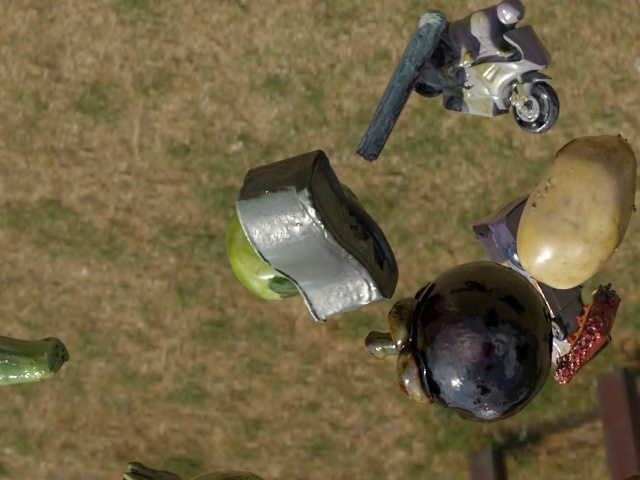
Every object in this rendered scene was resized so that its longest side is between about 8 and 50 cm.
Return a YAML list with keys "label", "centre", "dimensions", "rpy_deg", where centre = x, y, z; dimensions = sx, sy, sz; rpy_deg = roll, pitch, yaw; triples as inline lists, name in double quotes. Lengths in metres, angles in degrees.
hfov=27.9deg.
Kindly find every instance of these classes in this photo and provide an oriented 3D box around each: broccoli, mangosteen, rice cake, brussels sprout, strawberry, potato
- label: "broccoli"
  centre: [-0.502, 0.173, 1.819]
  dimensions: [0.304, 0.165, 0.145]
  rpy_deg: [-5, 149, 15]
- label: "mangosteen"
  centre: [0.174, 0.130, 1.656]
  dimensions: [0.250, 0.211, 0.211]
  rpy_deg: [-1, 143, 20]
- label: "rice cake"
  centre: [0.098, -0.188, 1.576]
  dimensions: [0.033, 0.033, 0.207]
  rpy_deg: [26, 107, -2]
- label: "brussels sprout"
  centre: [-0.035, -0.005, 1.894]
  dimensions: [0.223, 0.223, 0.161]
  rpy_deg: [-10, 125, 15]
- label: "strawberry"
  centre: [0.361, 0.127, 1.728]
  dimensions: [0.048, 0.152, 0.104]
  rpy_deg: [24, 180, 9]
- label: "potato"
  centre: [0.272, -0.032, 1.353]
  dimensions: [0.118, 0.109, 0.178]
  rpy_deg: [0, 118, -49]

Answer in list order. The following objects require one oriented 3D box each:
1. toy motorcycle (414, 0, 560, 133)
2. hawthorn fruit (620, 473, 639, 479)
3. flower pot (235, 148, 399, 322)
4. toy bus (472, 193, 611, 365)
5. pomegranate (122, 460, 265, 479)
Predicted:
- label: "toy motorcycle"
  centre: [0.202, -0.225, 1.568]
  dimensions: [0.225, 0.073, 0.152]
  rpy_deg: [25, 117, 36]
- label: "hawthorn fruit"
  centre: [0.269, 0.278, 0.925]
  dimensions: [0.262, 0.258, 0.258]
  rpy_deg: [19, 142, 4]
- label: "flower pot"
  centre: [0.000, 0.000, 1.588]
  dimensions: [0.108, 0.103, 0.229]
  rpy_deg: [-16, 132, 28]
- label: "toy bus"
  centre: [0.336, 0.063, 1.975]
  dimensions: [0.112, 0.090, 0.274]
  rpy_deg: [-3, 119, 61]
- label: "pomegranate"
  centre: [-0.165, 0.398, 1.827]
  dimensions: [0.222, 0.204, 0.276]
  rpy_deg: [-35, 95, 34]
